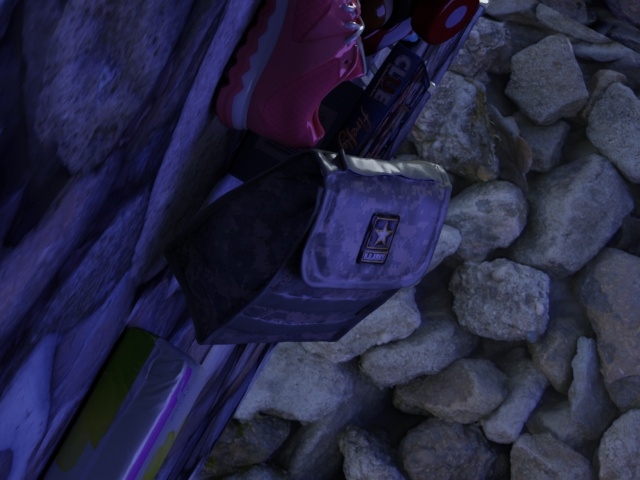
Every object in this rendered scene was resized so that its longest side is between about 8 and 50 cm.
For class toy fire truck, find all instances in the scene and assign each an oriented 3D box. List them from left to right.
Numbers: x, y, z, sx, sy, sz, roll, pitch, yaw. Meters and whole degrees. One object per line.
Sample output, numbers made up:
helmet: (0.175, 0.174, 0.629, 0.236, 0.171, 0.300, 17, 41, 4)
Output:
toy fire truck: (0.074, -0.341, 1.655, 0.254, 0.169, 0.302, -29, 156, -31)

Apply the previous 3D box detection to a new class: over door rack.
over door rack: (0.114, -0.286, 2.237, 0.324, 0.108, 0.239, -32, -159, 56)

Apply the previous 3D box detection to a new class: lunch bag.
lunch bag: (0.000, 0.000, 1.624, 0.235, 0.169, 0.287, 3, 145, -47)

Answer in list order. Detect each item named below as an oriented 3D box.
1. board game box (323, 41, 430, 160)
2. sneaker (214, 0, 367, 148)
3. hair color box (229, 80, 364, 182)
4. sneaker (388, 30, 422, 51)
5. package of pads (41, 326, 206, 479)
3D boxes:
board game box: (0.079, -0.164, 1.775, 0.165, 0.042, 0.243, -56, 174, 4)
sneaker: (0.005, -0.241, 1.469, 0.314, 0.136, 0.116, -64, 175, 24)
hair color box: (-0.014, -0.137, 1.935, 0.185, 0.113, 0.374, -61, 175, 1)
sneaker: (0.182, -0.411, 2.415, 0.125, 0.104, 0.262, -57, 173, -22)
package of pads: (-0.261, 0.266, 1.747, 0.296, 0.101, 0.229, -60, 174, -7)
